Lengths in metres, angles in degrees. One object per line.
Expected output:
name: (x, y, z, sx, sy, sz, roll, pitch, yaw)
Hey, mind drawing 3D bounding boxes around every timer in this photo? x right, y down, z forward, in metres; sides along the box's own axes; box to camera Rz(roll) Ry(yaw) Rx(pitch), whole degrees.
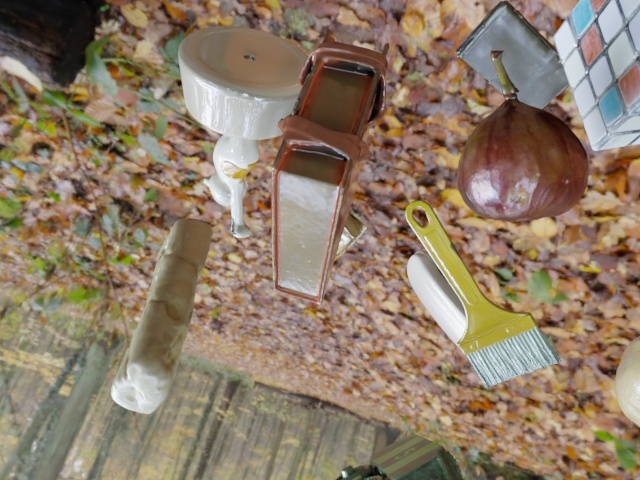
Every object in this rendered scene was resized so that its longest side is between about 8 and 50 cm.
timer: (-0.119, -0.141, 0.760, 0.175, 0.175, 0.266, 19, 133, 1)

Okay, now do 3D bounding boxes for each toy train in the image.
toy train: (0.145, 0.479, 0.979, 0.238, 0.166, 0.299, -25, 171, -9)

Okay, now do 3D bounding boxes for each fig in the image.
fig: (0.318, -0.154, 0.865, 0.204, 0.249, 0.186, -4, 172, -11)

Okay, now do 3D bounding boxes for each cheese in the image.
cheese: (-0.128, 0.053, 0.451, 0.043, 0.194, 0.065, 28, 122, -20)

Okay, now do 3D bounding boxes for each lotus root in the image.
lotus root: (0.247, 0.100, 0.379, 0.062, 0.073, 0.150, 29, 166, 36)

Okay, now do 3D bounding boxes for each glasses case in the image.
glasses case: (0.201, 0.100, 0.812, 0.204, 0.051, 0.081, 55, 158, 29)

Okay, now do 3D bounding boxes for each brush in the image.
brush: (0.145, 0.047, 0.527, 0.083, 0.011, 0.205, -33, 89, 34)

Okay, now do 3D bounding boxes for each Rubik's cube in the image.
Rubik's cube: (0.586, -0.328, 0.875, 0.257, 0.258, 0.253, -7, 162, -4)

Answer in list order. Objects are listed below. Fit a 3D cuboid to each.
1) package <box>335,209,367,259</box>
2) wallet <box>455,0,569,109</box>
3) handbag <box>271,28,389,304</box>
package: (0.000, 0.000, 0.754, 0.071, 0.047, 0.131, 48, 126, 8)
wallet: (0.509, -0.457, 1.366, 0.317, 0.044, 0.169, 26, 125, -29)
handbag: (0.003, -0.045, 0.407, 0.063, 0.127, 0.190, 16, 151, 5)
